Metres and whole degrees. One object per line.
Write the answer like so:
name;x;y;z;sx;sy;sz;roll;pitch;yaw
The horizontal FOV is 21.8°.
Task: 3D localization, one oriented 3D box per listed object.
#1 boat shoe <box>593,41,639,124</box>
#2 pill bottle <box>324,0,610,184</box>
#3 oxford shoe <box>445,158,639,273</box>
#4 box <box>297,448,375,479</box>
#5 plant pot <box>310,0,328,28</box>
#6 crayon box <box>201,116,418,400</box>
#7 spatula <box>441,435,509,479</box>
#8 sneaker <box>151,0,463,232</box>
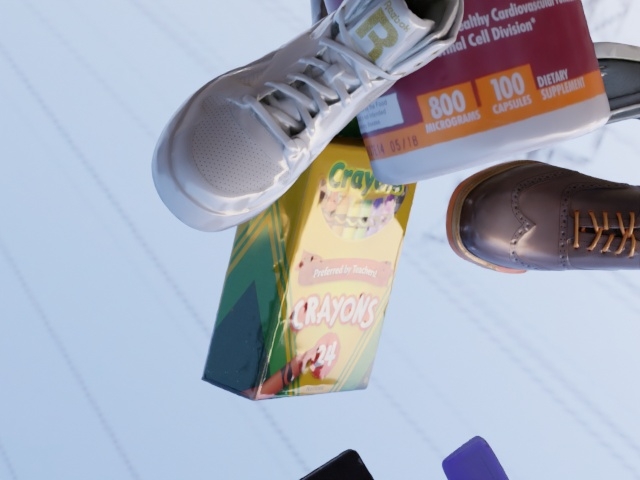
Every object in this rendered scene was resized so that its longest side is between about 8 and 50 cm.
boat shoe;0.381;-0.149;1.843;0.319;0.099;0.116;5;166;-34
pill bottle;0.104;-0.263;1.479;0.224;0.392;0.224;-16;-176;1
oxford shoe;0.299;-0.024;1.878;0.363;0.130;0.132;-1;-174;-37
box;-0.015;0.379;1.470;0.182;0.294;0.296;-29;-96;-28
plant pot;0.055;-0.311;2.132;0.167;0.167;0.165;7;-121;-29
crayon box;0.000;0.000;1.715;0.081;0.319;0.202;19;-169;35
spatula;0.140;0.267;1.715;0.030;0.296;0.084;-27;-101;-16
sneaker;-0.002;-0.128;1.261;0.108;0.169;0.292;47;-134;-3
